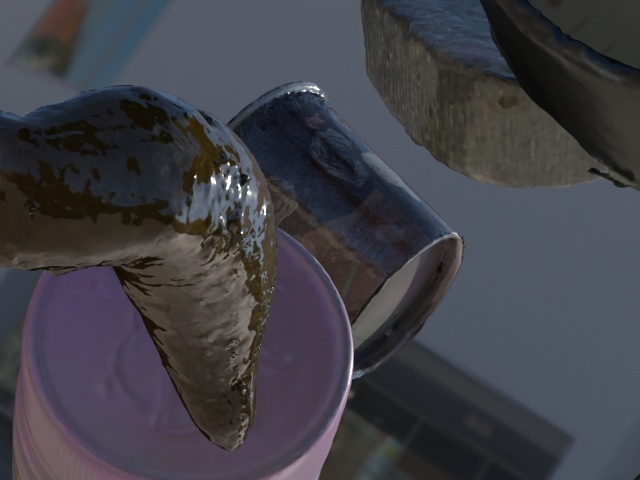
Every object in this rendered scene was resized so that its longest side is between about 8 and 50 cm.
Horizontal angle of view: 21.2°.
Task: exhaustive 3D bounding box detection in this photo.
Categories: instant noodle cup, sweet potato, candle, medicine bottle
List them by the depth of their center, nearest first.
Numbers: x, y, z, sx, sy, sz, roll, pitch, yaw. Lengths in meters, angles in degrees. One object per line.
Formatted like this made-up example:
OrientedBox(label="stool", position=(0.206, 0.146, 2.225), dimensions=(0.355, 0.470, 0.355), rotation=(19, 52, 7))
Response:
OrientedBox(label="sweet potato", position=(-0.085, -0.008, 0.796), dimensions=(0.098, 0.124, 0.310), rotation=(50, 4, 38))
OrientedBox(label="candle", position=(0.096, -0.098, 0.828), dimensions=(0.168, 0.192, 0.068), rotation=(11, -56, 27))
OrientedBox(label="medicine bottle", position=(-0.101, 0.136, 1.122), dimensions=(0.202, 0.202, 0.316), rotation=(33, -32, 10))
OrientedBox(label="instant noodle cup", position=(0.000, 0.000, 1.547), dimensions=(0.207, 0.217, 0.217), rotation=(40, -7, 20))

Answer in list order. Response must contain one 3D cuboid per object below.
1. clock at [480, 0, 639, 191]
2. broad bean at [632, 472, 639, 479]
OrientedBox(label="clock", position=(0.179, -0.146, 0.513), dimensions=(0.312, 0.313, 0.061), rotation=(27, -13, 38))
OrientedBox(label="broad bean", position=(0.197, 0.185, 1.065), dimensions=(0.060, 0.297, 0.043), rotation=(42, 36, 21))
